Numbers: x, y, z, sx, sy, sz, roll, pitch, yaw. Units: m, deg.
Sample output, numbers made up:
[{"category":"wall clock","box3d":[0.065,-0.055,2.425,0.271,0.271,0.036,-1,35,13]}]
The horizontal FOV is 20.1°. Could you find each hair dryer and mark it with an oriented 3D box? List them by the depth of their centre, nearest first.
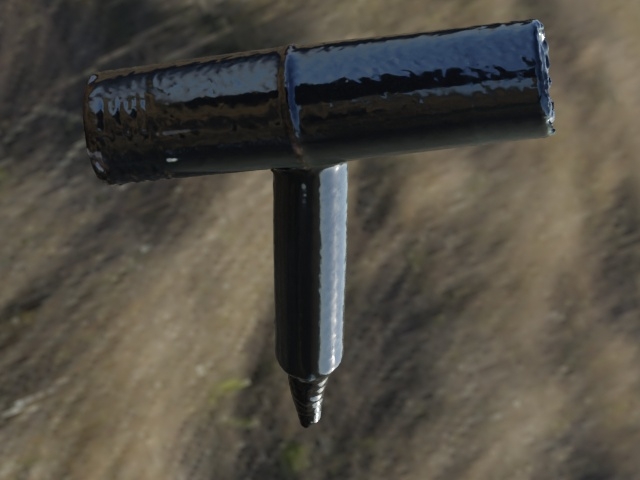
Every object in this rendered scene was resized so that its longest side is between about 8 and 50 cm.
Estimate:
[{"category":"hair dryer","box3d":[0.015,0.003,0.718,0.050,0.173,0.195,-82,162,-46]}]
